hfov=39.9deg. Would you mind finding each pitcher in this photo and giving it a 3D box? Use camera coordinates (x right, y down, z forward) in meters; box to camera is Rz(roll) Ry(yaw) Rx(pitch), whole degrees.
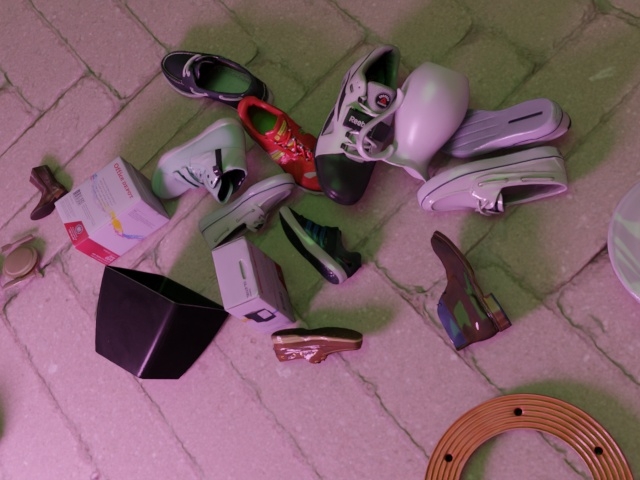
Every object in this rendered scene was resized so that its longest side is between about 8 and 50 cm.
[{"bbox_3d":[0.169,-0.223,1.602,0.125,0.178,0.207,38,108,58],"label":"pitcher"}]

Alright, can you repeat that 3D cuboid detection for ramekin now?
[{"bbox_3d":[0.603,0.018,1.399,0.273,0.127,0.272,-8,67,19],"label":"ramekin"}]

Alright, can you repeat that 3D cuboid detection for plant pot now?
[{"bbox_3d":[-0.319,0.167,1.688,0.188,0.187,0.166,23,93,28],"label":"plant pot"}]

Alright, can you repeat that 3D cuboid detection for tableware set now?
[{"bbox_3d":[-0.705,0.076,1.950,0.194,0.039,0.128,-24,51,5],"label":"tableware set"}]

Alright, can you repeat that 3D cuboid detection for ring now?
[{"bbox_3d":[0.330,0.413,1.409,0.337,0.032,0.336,-8,68,20],"label":"ring"}]

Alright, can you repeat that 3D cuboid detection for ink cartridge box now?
[{"bbox_3d":[-0.432,-0.061,1.842,0.176,0.127,0.128,-35,61,6],"label":"ink cartridge box"},{"bbox_3d":[-0.123,0.085,1.634,0.072,0.175,0.127,-22,63,12],"label":"ink cartridge box"}]

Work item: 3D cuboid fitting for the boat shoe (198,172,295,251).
[{"bbox_3d":[-0.137,-0.051,1.758,0.226,0.083,0.075,-30,72,22],"label":"boat shoe"}]

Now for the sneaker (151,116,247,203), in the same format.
[{"bbox_3d":[-0.249,-0.123,1.777,0.256,0.094,0.151,-34,51,29],"label":"sneaker"}]

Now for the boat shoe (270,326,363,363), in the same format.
[{"bbox_3d":[-0.004,0.194,1.616,0.178,0.064,0.060,-4,99,22],"label":"boat shoe"}]

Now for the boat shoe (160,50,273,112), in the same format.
[{"bbox_3d":[-0.237,-0.358,1.901,0.303,0.091,0.114,21,78,27],"label":"boat shoe"}]

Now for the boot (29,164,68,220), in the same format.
[{"bbox_3d":[-0.638,-0.111,1.995,0.106,0.037,0.114,-40,63,-12],"label":"boot"}]

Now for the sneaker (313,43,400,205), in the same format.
[{"bbox_3d":[0.078,-0.231,1.669,0.123,0.146,0.330,18,69,-15],"label":"sneaker"}]

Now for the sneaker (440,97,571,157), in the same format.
[{"bbox_3d":[0.334,-0.194,1.616,0.258,0.091,0.094,-4,72,43],"label":"sneaker"}]

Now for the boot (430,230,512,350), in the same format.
[{"bbox_3d":[0.230,0.088,1.547,0.106,0.082,0.219,-35,63,3],"label":"boot"}]

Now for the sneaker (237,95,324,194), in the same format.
[{"bbox_3d":[-0.064,-0.189,1.744,0.279,0.118,0.107,37,86,20],"label":"sneaker"}]

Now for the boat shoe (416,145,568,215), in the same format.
[{"bbox_3d":[0.309,-0.088,1.582,0.268,0.096,0.088,-13,61,8],"label":"boat shoe"}]

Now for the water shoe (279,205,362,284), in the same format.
[{"bbox_3d":[0.000,0.000,1.691,0.080,0.073,0.203,-33,63,-18],"label":"water shoe"}]
